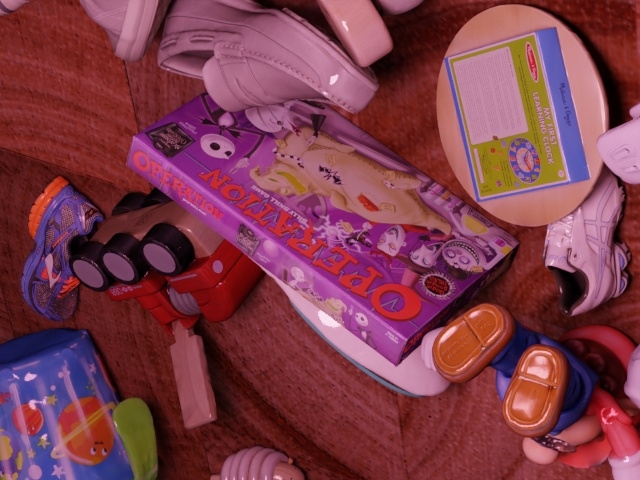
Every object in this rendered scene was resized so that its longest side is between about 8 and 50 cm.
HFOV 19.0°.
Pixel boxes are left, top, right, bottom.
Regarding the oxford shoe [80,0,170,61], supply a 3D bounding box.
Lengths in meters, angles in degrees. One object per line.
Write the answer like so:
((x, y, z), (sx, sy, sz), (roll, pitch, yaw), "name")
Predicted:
((-0.194, -0.296, 1.831), (0.130, 0.169, 0.449), (17, 168, 1), "oxford shoe")

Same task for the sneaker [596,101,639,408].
((0.326, -0.014, 1.669), (0.210, 0.137, 0.366), (43, 136, 11), "sneaker")

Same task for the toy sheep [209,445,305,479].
((-0.078, 0.295, 2.346), (0.132, 0.091, 0.091), (-9, 114, 27), "toy sheep")

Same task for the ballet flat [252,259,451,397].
((0.000, 0.000, 2.015), (0.400, 0.139, 0.139), (42, 141, 12), "ballet flat")

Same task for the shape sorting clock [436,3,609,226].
((0.186, -0.115, 1.768), (0.206, 0.040, 0.206), (20, 116, 48), "shape sorting clock")

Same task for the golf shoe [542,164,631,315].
((0.240, -0.010, 1.791), (0.069, 0.086, 0.176), (7, 123, 43), "golf shoe")

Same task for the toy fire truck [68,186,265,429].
((-0.150, 0.075, 2.206), (0.217, 0.158, 0.246), (-12, 123, 48), "toy fire truck")

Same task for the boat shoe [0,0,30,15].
((-0.395, -0.459, 1.870), (0.156, 0.187, 0.500), (-9, 91, 12), "boat shoe")

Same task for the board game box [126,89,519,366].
((0.003, -0.037, 1.903), (0.347, 0.208, 0.056), (36, 140, 17), "board game box")

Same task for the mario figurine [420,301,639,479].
((0.208, 0.162, 1.796), (0.170, 0.320, 0.198), (-22, 70, 21), "mario figurine")

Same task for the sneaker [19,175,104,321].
((-0.315, 0.026, 2.369), (0.087, 0.083, 0.221), (29, 139, 18), "sneaker")

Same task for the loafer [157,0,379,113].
((-0.057, -0.170, 1.864), (0.112, 0.111, 0.319), (35, 177, -35), "loafer")

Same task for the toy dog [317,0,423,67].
((0.015, -0.327, 1.704), (0.161, 0.220, 0.333), (-136, 32, -66), "toy dog")

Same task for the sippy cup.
((-0.350, 0.240, 2.475), (0.305, 0.240, 0.224), (-14, 102, 8), "sippy cup")
